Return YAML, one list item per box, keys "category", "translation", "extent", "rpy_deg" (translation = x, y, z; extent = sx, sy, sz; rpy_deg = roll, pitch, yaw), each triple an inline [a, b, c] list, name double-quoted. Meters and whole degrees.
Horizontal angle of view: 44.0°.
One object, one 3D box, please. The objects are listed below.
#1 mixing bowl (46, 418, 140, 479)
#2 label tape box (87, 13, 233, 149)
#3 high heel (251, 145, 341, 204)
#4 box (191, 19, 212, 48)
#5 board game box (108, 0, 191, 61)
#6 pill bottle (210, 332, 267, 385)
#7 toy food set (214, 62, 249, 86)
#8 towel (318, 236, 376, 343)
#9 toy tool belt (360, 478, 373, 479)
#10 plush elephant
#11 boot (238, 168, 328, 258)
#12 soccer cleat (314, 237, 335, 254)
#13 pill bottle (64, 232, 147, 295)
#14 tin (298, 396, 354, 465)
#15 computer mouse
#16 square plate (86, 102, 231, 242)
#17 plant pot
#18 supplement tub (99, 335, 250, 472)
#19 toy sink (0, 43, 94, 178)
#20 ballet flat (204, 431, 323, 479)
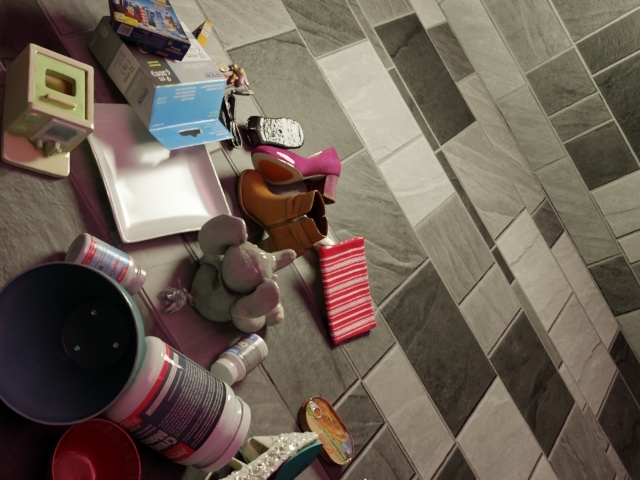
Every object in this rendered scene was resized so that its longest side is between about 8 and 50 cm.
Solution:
- category: "mixing bowl"
  translation: [-0.441, 0.434, 1.482]
  extent: [0.181, 0.098, 0.181]
  rpy_deg: [27, 51, -37]
- category: "label tape box"
  translation: [-0.370, -0.399, 1.959]
  extent: [0.347, 0.115, 0.249]
  rpy_deg: [52, 37, 13]
- category: "high heel"
  translation: [-0.070, -0.239, 2.247]
  extent: [0.377, 0.127, 0.181]
  rpy_deg: [30, 57, -55]
- category: "box"
  translation: [-0.342, -0.531, 2.151]
  extent: [0.028, 0.081, 0.136]
  rpy_deg: [39, 44, -27]
- category: "board game box"
  translation: [-0.423, -0.540, 1.905]
  extent: [0.194, 0.060, 0.194]
  rpy_deg: [12, 46, -35]
- category: "pill bottle"
  translation: [-0.192, 0.282, 1.861]
  extent: [0.078, 0.078, 0.137]
  rpy_deg: [59, 38, -5]
- category: "toy food set"
  translation: [-0.251, -0.475, 2.269]
  extent: [0.122, 0.019, 0.078]
  rpy_deg: [-11, 78, -50]
- category: "towel"
  translation: [0.078, 0.135, 2.225]
  extent: [0.199, 0.031, 0.274]
  rpy_deg: [-13, 96, -50]
- category: "toy tool belt"
  translation: [0.118, 0.639, 2.037]
  extent: [0.083, 0.052, 0.051]
  rpy_deg: [31, 17, -38]
- category: "plush elephant"
  translation: [-0.179, 0.077, 1.849]
  extent: [0.330, 0.255, 0.271]
  rpy_deg: [-14, 80, -50]
- category: "boot"
  translation: [-0.097, -0.090, 2.062]
  extent: [0.109, 0.220, 0.283]
  rpy_deg: [4, 66, -47]
- category: "soccer cleat"
  translation: [0.000, 0.000, 2.247]
  extent: [0.196, 0.068, 0.076]
  rpy_deg: [35, 43, -26]
- category: "pill bottle"
  translation: [-0.455, 0.055, 1.689]
  extent: [0.160, 0.087, 0.087]
  rpy_deg: [32, 48, -33]
- category: "tin"
  translation: [0.014, 0.485, 2.010]
  extent: [0.189, 0.040, 0.106]
  rpy_deg: [57, 35, -8]
- category: "computer mouse"
  translation: [-0.173, -0.338, 2.252]
  extent: [0.262, 0.060, 0.184]
  rpy_deg: [-5, 77, -37]
- category: "square plate"
  translation: [-0.397, -0.168, 1.911]
  extent: [0.347, 0.049, 0.344]
  rpy_deg: [-11, 77, -50]
- category: "plant pot"
  translation: [-0.459, 0.186, 1.502]
  extent: [0.195, 0.290, 0.290]
  rpy_deg: [35, 31, -86]
- category: "supplement tub"
  translation: [-0.298, 0.339, 1.622]
  extent: [0.272, 0.191, 0.191]
  rpy_deg: [40, 44, -26]
- category: "toy sink"
  translation: [-0.582, -0.276, 1.701]
  extent: [0.153, 0.131, 0.234]
  rpy_deg: [17, 58, -41]
- category: "ballet flat"
  translation: [-0.149, 0.508, 1.751]
  extent: [0.409, 0.147, 0.147]
  rpy_deg: [-25, 89, -52]
